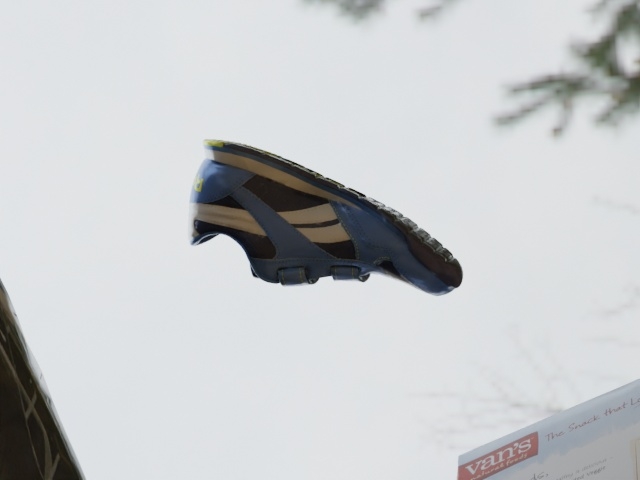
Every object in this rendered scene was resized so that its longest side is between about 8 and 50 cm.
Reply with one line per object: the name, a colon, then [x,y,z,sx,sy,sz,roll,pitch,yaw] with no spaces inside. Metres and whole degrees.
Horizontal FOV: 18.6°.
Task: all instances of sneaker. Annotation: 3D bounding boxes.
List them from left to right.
sneaker: [0.000,0.000,0.951,0.059,0.144,0.053,-67,-12,3]

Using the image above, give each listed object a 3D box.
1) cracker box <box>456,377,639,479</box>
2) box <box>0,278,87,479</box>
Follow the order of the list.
cracker box: [0.140,0.156,0.877,0.067,0.155,0.232,56,-159,-23]
box: [-0.296,0.234,0.854,0.480,0.297,0.472,-76,-30,-58]
